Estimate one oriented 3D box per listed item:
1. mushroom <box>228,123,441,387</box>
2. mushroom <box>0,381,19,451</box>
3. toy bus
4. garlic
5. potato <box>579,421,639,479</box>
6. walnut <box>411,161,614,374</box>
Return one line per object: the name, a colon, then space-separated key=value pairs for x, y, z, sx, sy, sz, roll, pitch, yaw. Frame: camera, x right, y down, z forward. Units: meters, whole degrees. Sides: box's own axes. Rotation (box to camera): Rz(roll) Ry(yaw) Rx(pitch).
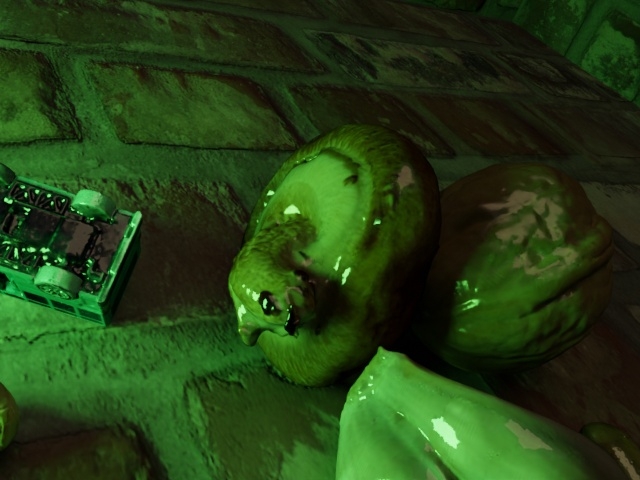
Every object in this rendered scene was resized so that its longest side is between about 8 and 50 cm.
mushroom: x=0.000 y=0.000 z=0.809 sx=0.260 sy=0.345 sz=0.345 roll=21 pitch=29 yaw=-38
mushroom: x=-0.427 y=0.193 z=0.499 sx=0.123 sy=0.095 sz=0.351 roll=24 pitch=28 yaw=39
toy bus: x=-0.350 y=0.000 z=0.745 sx=0.256 sy=0.147 sz=0.128 roll=18 pitch=63 yaw=-5
garlic: x=0.181 y=0.285 z=0.678 sx=0.340 sy=0.231 sz=0.246 roll=32 pitch=-12 yaw=-15
potato: x=0.380 y=0.311 z=0.795 sx=0.105 sy=0.085 sz=0.188 roll=44 pitch=19 yaw=-46
walnut: x=0.265 y=0.039 z=0.909 sx=0.313 sy=0.252 sz=0.277 roll=-23 pitch=61 yaw=-8
